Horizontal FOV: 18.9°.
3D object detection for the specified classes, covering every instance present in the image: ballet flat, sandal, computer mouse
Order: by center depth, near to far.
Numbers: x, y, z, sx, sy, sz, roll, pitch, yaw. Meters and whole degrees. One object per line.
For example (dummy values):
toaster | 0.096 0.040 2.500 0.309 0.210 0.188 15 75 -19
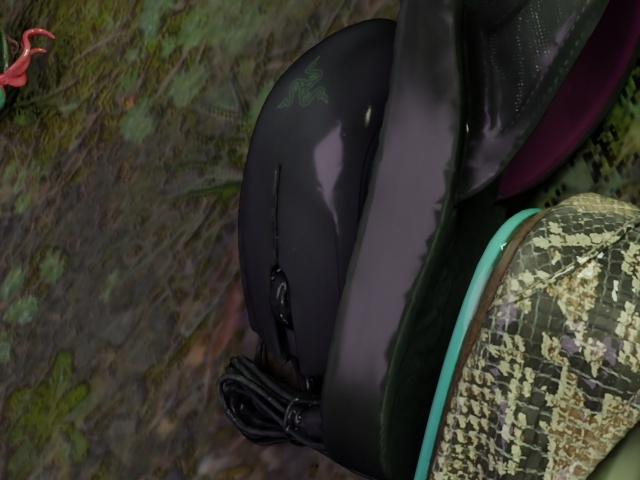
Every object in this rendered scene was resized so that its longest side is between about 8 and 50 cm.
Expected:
ballet flat | 0.089 0.217 0.966 0.182 0.164 0.483 32 108 27
sandal | 0.107 -0.084 0.986 0.107 0.167 0.445 15 102 23
computer mouse | 0.000 0.000 1.138 0.188 0.072 0.272 13 95 49

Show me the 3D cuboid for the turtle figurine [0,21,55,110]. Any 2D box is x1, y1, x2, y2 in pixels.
turtle figurine | -0.288 -0.140 1.449 0.175 0.118 0.234 -56 31 9
